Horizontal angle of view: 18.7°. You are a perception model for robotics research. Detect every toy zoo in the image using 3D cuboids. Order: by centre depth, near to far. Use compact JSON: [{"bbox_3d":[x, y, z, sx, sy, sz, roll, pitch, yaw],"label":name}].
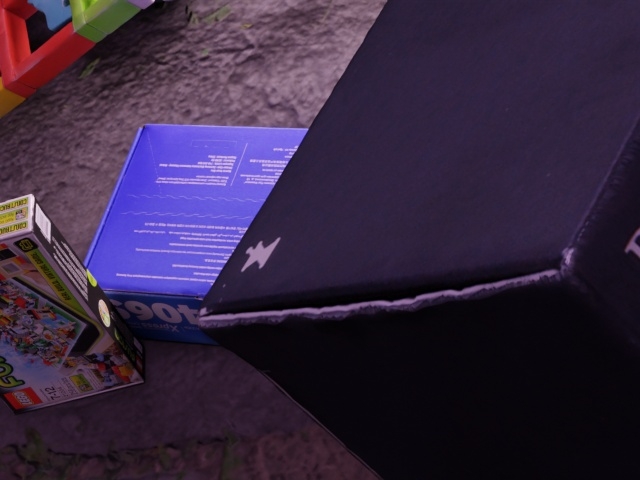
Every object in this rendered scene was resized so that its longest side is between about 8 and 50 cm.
[{"bbox_3d":[-0.275,-0.210,1.721,0.293,0.030,0.192,-33,53,27],"label":"toy zoo"}]

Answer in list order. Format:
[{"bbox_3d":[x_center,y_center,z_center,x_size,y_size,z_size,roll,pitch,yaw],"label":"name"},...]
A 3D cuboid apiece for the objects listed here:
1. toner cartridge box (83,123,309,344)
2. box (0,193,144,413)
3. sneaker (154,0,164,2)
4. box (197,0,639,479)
[{"bbox_3d":[0.000,0.000,1.486,0.348,0.075,0.165,4,58,25],"label":"toner cartridge box"},{"bbox_3d":[-0.222,0.052,1.450,0.114,0.207,0.036,-15,51,12],"label":"box"},{"bbox_3d":[-0.102,-0.356,1.758,0.127,0.126,0.321,9,74,30],"label":"sneaker"},{"bbox_3d":[0.272,-0.010,1.067,0.297,0.472,0.480,-11,42,54],"label":"box"}]
